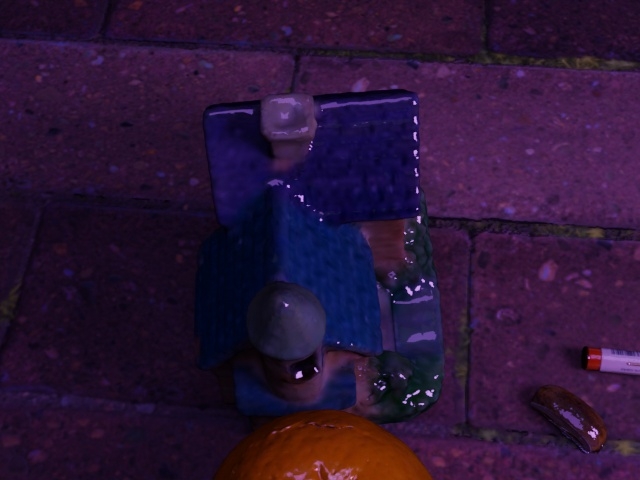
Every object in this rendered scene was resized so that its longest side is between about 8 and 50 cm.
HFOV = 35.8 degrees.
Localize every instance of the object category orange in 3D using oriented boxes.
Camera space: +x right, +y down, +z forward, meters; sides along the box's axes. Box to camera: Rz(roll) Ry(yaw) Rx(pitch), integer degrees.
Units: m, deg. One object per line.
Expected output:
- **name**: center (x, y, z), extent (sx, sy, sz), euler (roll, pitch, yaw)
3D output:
- **orange**: center (0.003, 0.257, 0.848), extent (0.219, 0.193, 0.219), euler (-10, 56, 14)

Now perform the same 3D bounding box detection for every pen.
- **pen**: center (0.378, 0.132, 1.008), extent (0.218, 0.026, 0.026), euler (6, 59, 5)

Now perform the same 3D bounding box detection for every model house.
- **model house**: center (0.000, 0.000, 0.954), extent (0.245, 0.280, 0.312), euler (-2, 59, 1)

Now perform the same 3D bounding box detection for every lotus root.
- **lotus root**: center (0.251, 0.173, 0.983), extent (0.037, 0.030, 0.083), euler (-40, 66, -22)
